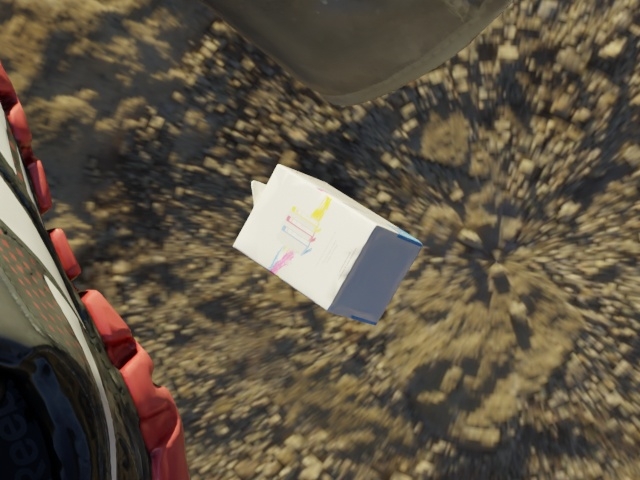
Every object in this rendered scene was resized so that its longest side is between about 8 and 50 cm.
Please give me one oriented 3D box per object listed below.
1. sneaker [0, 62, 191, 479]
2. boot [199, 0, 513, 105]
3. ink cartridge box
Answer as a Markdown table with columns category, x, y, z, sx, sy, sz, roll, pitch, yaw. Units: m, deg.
| category | x | y | z | sx | sy | sz | roll | pitch | yaw |
| --- | --- | --- | --- | --- | --- | --- | --- | --- | --- |
| sneaker | -0.137 | 0.005 | 0.517 | 0.098 | 0.135 | 0.276 | -27 | 95 | 10 |
| boot | -0.059 | -0.084 | 0.292 | 0.190 | 0.208 | 0.076 | -34 | 53 | 21 |
| ink cartridge box | 0.000 | 0.000 | 1.469 | 0.143 | 0.092 | 0.090 | 33 | 97 | 33 |
